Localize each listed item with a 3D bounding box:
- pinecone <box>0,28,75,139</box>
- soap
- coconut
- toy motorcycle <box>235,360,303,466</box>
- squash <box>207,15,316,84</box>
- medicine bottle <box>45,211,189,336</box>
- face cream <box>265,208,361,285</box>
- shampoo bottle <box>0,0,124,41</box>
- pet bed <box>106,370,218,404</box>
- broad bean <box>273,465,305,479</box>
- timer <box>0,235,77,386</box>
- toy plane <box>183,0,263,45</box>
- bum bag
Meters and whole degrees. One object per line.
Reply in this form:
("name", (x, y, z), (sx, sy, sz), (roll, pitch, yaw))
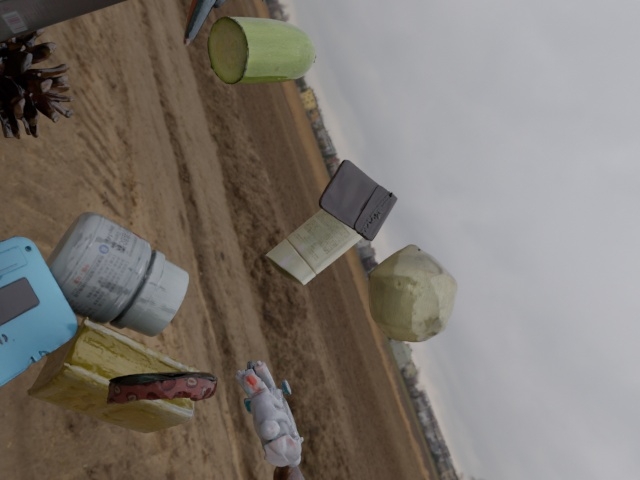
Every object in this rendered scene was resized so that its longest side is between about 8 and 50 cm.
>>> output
("pinecone", (-0.578, -0.299, 0.805), (0.264, 0.264, 0.264), (-20, 90, -86))
("soap", (-0.507, 0.350, 1.125), (0.335, 0.293, 0.156), (37, 41, -31))
("coconut", (0.215, 0.120, 1.052), (0.224, 0.224, 0.224), (-20, 90, -86))
("toy motorcycle", (-0.109, 0.400, 1.017), (0.171, 0.110, 0.260), (155, -89, -85))
("squash", (-0.110, -0.416, 0.996), (0.247, 0.132, 0.133), (-22, 92, -44))
("medicine bottle", (-0.523, 0.097, 1.158), (0.306, 0.245, 0.245), (35, 23, -30))
("face cream", (0.000, 0.000, 1.475), (0.173, 0.348, 0.081), (47, -6, 26))
("shampoo bottle", (-0.314, -0.332, 0.554), (0.079, 0.246, 0.080), (63, -15, 0))
("pet bed", (-0.284, 0.268, 0.826), (0.201, 0.201, 0.054), (56, 31, -72))
("broad bean", (-0.087, 0.743, 1.343), (0.114, 0.084, 0.165), (-36, 113, -43))
("timer", (-0.643, 0.142, 0.898), (0.250, 0.091, 0.232), (66, 26, -12))
("toy plane", (-0.146, -0.446, 0.719), (0.223, 0.104, 0.327), (37, 59, -49))
("bum bag", (0.076, -0.075, 0.874), (0.159, 0.109, 0.026), (31, -1, -36))
